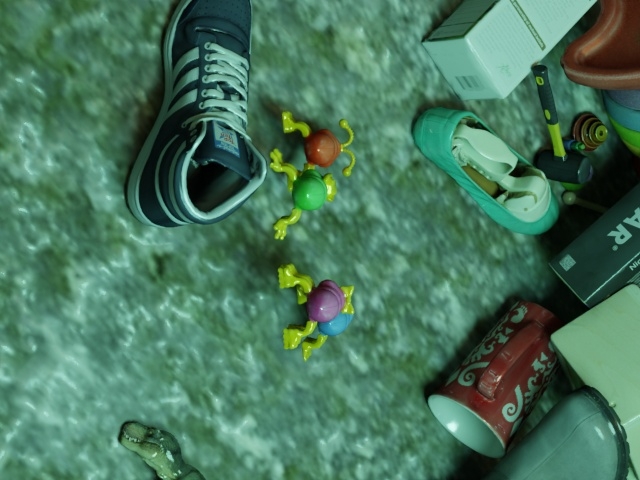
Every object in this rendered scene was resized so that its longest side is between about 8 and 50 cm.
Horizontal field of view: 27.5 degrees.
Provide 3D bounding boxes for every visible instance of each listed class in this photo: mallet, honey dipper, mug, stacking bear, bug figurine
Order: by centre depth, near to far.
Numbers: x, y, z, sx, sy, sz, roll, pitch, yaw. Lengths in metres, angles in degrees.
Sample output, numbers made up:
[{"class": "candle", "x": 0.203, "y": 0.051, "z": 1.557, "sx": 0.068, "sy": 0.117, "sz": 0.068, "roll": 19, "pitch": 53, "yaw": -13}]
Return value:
[{"class": "bug figurine", "x": 0.000, "y": 0.000, "z": 1.403, "sx": 0.072, "sy": 0.216, "sz": 0.279, "roll": -3, "pitch": 99, "yaw": 8}, {"class": "mug", "x": 0.232, "y": 0.162, "z": 1.572, "sx": 0.113, "sy": 0.150, "sz": 0.169, "roll": 46, "pitch": 68, "yaw": -9}, {"class": "mallet", "x": 0.289, "y": -0.136, "z": 1.573, "sx": 0.039, "sy": 0.062, "sz": 0.189, "roll": -57, "pitch": 151, "yaw": -28}, {"class": "stacking bear", "x": 0.430, "y": -0.161, "z": 1.622, "sx": 0.175, "sy": 0.164, "sz": 0.289, "roll": -56, "pitch": 140, "yaw": -22}, {"class": "honey dipper", "x": 0.379, "y": -0.037, "z": 1.701, "sx": 0.161, "sy": 0.030, "sz": 0.030, "roll": 18, "pitch": 86, "yaw": -26}]

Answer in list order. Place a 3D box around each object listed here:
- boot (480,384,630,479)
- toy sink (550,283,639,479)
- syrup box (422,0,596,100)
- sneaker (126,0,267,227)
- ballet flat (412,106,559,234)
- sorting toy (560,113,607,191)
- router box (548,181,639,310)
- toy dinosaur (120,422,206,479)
[{"class": "boot", "x": 0.199, "y": 0.308, "z": 1.485, "sx": 0.223, "sy": 0.118, "sz": 0.338, "roll": -15, "pitch": 144, "yaw": -30}, {"class": "toy sink", "x": 0.382, "y": 0.193, "z": 1.562, "sx": 0.131, "sy": 0.153, "sz": 0.234, "roll": -33, "pitch": 140, "yaw": 0}, {"class": "syrup box", "x": 0.243, "y": -0.278, "z": 1.564, "sx": 0.237, "sy": 0.093, "sz": 0.096, "roll": -45, "pitch": 113, "yaw": -18}, {"class": "sneaker", "x": -0.107, "y": -0.144, "z": 1.347, "sx": 0.099, "sy": 0.153, "sz": 0.282, "roll": 18, "pitch": 85, "yaw": -29}, {"class": "ballet flat", "x": 0.217, "y": -0.076, "z": 1.572, "sx": 0.247, "sy": 0.087, "sz": 0.083, "roll": 34, "pitch": 78, "yaw": -27}, {"class": "sorting toy", "x": 0.336, "y": -0.113, "z": 1.660, "sx": 0.061, "sy": 0.042, "sz": 0.102, "roll": 16, "pitch": 87, "yaw": -29}, {"class": "router box", "x": 0.461, "y": 0.000, "z": 1.609, "sx": 0.309, "sy": 0.081, "sz": 0.243, "roll": -42, "pitch": 138, "yaw": 7}, {"class": "toy dinosaur", "x": -0.143, "y": 0.320, "z": 1.424, "sx": 0.118, "sy": 0.064, "sz": 0.268, "roll": -48, "pitch": 118, "yaw": -24}]
